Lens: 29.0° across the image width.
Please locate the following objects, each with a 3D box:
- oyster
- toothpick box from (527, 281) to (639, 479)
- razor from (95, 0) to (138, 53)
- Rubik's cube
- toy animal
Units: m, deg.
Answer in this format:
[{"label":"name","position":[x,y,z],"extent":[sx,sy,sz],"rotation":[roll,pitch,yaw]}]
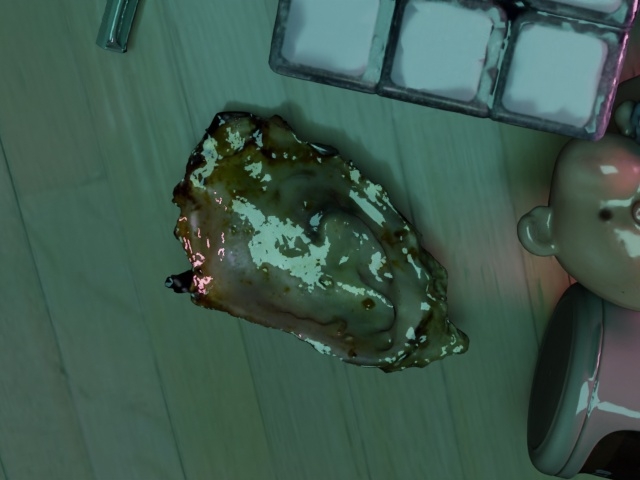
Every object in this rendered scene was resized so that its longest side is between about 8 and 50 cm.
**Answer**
[{"label":"oyster","position":[0.011,0.002,1.350],"extent":[0.361,0.096,0.221],"rotation":[21,102,-1]},{"label":"toothpick box","position":[0.395,0.164,1.306],"extent":[0.316,0.229,0.229],"rotation":[12,106,0]},{"label":"razor","position":[-0.183,-0.331,1.300],"extent":[0.111,0.056,0.278],"rotation":[8,117,-34]},{"label":"Rubik's cube","position":[0.143,-0.282,1.141],"extent":[0.303,0.305,0.301],"rotation":[14,105,6]},{"label":"toy animal","position":[0.331,-0.056,1.236],"extent":[0.210,0.221,0.230],"rotation":[24,113,11]}]
